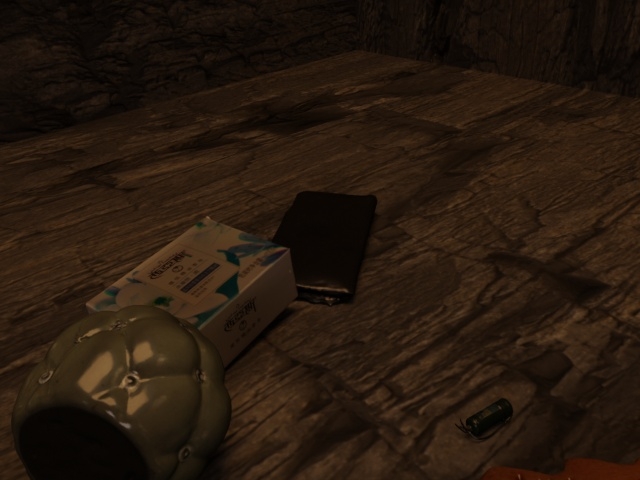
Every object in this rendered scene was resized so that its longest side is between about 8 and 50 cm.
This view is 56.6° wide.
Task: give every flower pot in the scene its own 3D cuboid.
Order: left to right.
[{"bbox_3d":[-0.227,0.199,0.714,0.246,0.246,0.195,5,24,14],"label":"flower pot"}]

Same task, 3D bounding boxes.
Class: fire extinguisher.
[{"bbox_3d":[0.222,0.243,0.798,0.083,0.025,0.038,-18,56,-24],"label":"fire extinguisher"}]

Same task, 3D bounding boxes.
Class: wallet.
[{"bbox_3d":[0.000,0.000,1.218,0.197,0.051,0.378,4,32,10],"label":"wallet"}]

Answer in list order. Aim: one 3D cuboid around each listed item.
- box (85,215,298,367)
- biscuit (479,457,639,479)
[{"bbox_3d":[-0.201,0.098,0.977,0.203,0.116,0.274,19,43,32],"label":"box"},{"bbox_3d":[0.298,0.294,0.589,0.306,0.043,0.284,-19,17,-3],"label":"biscuit"}]
